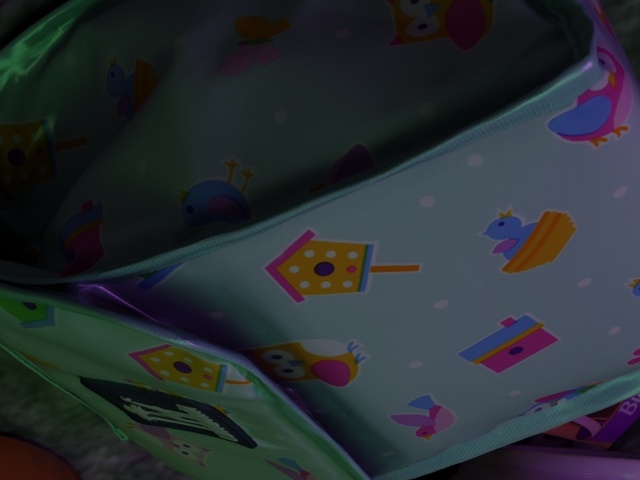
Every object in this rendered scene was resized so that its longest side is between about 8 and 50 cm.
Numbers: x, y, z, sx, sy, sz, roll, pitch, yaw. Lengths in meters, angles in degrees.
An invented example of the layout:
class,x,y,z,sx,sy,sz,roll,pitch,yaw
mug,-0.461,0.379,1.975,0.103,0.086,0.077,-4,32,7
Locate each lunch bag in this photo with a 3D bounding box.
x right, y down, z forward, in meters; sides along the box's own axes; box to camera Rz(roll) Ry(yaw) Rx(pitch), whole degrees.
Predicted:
class,x,y,z,sx,sy,sz,roll,pitch,yaw
lunch bag,0.000,0.000,0.570,0.262,0.160,0.223,-25,145,13

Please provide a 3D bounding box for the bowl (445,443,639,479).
class,x,y,z,sx,sy,sz,roll,pitch,yaw
bowl,0.142,0.179,0.807,0.297,0.298,0.134,9,84,-36

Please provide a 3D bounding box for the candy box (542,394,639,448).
class,x,y,z,sx,sy,sz,roll,pitch,yaw
candy box,0.160,0.020,0.762,0.109,0.053,0.187,18,120,-42

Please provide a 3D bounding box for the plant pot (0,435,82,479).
class,x,y,z,sx,sy,sz,roll,pitch,yaw
plant pot,-0.173,0.221,0.670,0.205,0.188,0.205,-16,139,-15
